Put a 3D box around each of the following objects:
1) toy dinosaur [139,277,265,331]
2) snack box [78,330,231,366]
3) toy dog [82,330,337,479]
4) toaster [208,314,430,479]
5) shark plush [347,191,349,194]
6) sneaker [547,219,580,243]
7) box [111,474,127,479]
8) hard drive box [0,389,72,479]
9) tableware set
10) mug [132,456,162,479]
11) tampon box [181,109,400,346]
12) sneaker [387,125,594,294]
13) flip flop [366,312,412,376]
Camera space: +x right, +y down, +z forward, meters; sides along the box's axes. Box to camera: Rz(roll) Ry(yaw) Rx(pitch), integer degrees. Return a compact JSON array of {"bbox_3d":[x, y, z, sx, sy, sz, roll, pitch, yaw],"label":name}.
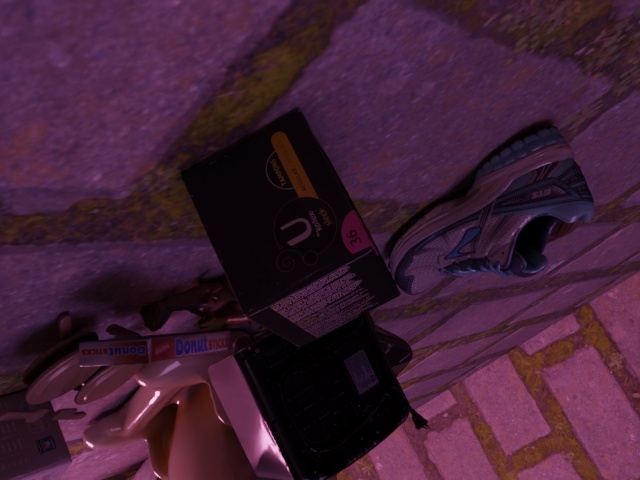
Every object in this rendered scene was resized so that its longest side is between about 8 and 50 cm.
[{"bbox_3d":[-0.089,0.058,0.765,0.112,0.064,0.211,-4,173,31],"label":"toy dinosaur"},{"bbox_3d":[-0.143,0.096,0.690,0.064,0.022,0.178,-4,174,14],"label":"snack box"},{"bbox_3d":[-0.068,0.351,0.974,0.395,0.408,0.284,-3,149,-50],"label":"toy dog"},{"bbox_3d":[-0.006,0.166,0.826,0.168,0.185,0.110,-27,180,-33],"label":"toaster"},{"bbox_3d":[0.000,0.000,0.766,0.067,0.073,0.161,-39,147,-31],"label":"shark plush"},{"bbox_3d":[0.294,-0.018,1.048,0.071,0.066,0.188,-20,159,-19],"label":"sneaker"},{"bbox_3d":[-0.422,0.530,1.414,0.145,0.038,0.186,-17,137,-27],"label":"box"},{"bbox_3d":[-0.393,0.249,0.760,0.232,0.089,0.181,-12,155,-40],"label":"hard drive box"},{"bbox_3d":[-0.230,0.121,0.739,0.128,0.039,0.194,-39,167,-5],"label":"tableware set"},{"bbox_3d":[-0.241,0.487,1.281,0.374,0.276,0.328,-22,166,-36],"label":"mug"},{"bbox_3d":[-0.016,0.000,0.591,0.101,0.120,0.161,-29,161,3],"label":"tampon box"},{"bbox_3d":[0.186,0.001,0.865,0.110,0.122,0.283,-10,153,-41],"label":"sneaker"},{"bbox_3d":[0.035,0.123,1.015,0.112,0.080,0.277,-41,143,11],"label":"flip flop"}]
